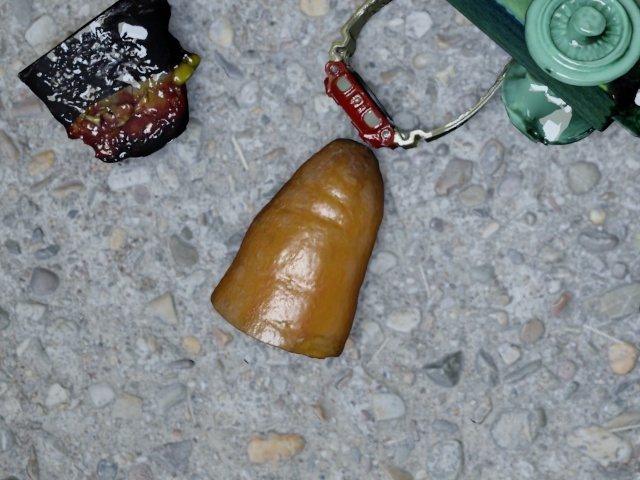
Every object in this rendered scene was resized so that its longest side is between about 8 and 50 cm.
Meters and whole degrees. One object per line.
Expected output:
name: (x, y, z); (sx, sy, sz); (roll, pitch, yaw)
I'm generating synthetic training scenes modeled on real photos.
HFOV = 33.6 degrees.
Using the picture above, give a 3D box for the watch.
watch: (0.126, -0.211, 1.102); (0.165, 0.102, 0.268); (43, 98, 5)

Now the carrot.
carrot: (0.000, 0.000, 1.135); (0.159, 0.159, 0.225); (28, 96, 8)

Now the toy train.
toy train: (0.198, -0.297, 0.985); (0.272, 0.179, 0.442); (-44, 78, -8)

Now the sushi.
sushi: (-0.215, -0.170, 1.159); (0.172, 0.153, 0.150); (-37, 108, -5)
